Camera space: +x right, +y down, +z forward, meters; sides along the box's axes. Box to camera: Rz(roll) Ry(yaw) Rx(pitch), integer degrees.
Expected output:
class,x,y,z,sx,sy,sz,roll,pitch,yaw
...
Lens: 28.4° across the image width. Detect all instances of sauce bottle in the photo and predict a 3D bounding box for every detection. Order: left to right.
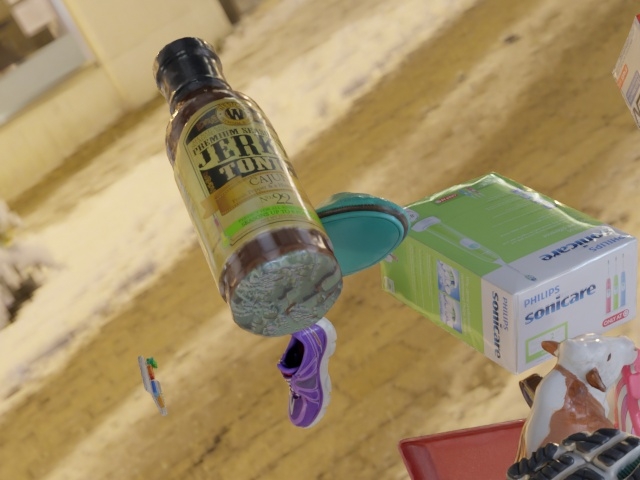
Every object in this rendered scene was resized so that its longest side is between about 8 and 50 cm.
class,x,y,z,sx,sy,sz,roll,pitch,yaw
sauce bottle,-0.085,-0.066,1.193,0.111,0.111,0.344,-29,50,1

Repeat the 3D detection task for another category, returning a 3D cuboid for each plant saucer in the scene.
class,x,y,z,sx,sy,sz,roll,pitch,yaw
plant saucer,0.258,0.354,1.682,0.258,0.259,0.048,-17,10,38

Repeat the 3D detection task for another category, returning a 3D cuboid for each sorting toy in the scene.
class,x,y,z,sx,sy,sz,roll,pitch,yaw
sorting toy,-0.205,0.167,1.547,0.012,0.062,0.083,-22,48,1

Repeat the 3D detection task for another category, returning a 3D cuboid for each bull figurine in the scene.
class,x,y,z,sx,sy,sz,roll,pitch,yaw
bull figurine,0.248,0.244,1.243,0.101,0.188,0.310,-3,51,49

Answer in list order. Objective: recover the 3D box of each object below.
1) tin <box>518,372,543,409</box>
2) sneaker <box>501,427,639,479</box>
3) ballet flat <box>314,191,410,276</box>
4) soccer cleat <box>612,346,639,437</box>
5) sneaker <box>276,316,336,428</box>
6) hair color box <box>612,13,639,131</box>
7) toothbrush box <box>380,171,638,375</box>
class,x,y,z,sx,sy,sz,roll,pitch,yaw
tin,0.392,0.303,2.081,0.040,0.190,0.106,-32,-17,-2
sneaker,0.138,0.244,0.824,0.275,0.110,0.107,-58,37,6
ballet flat,0.000,0.000,1.250,0.247,0.083,0.087,-35,25,42
soccer cleat,0.368,0.247,1.447,0.083,0.248,0.095,1,-23,-39
sneaker,-0.029,0.172,1.651,0.071,0.170,0.068,-18,35,-36
hair color box,0.285,-0.087,0.963,0.053,0.167,0.093,-19,-21,-7
toothbrush box,0.237,0.032,1.640,0.206,0.122,0.283,-22,30,-27
